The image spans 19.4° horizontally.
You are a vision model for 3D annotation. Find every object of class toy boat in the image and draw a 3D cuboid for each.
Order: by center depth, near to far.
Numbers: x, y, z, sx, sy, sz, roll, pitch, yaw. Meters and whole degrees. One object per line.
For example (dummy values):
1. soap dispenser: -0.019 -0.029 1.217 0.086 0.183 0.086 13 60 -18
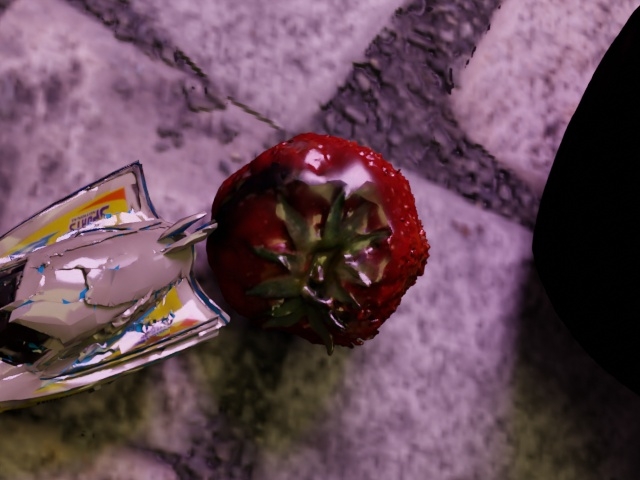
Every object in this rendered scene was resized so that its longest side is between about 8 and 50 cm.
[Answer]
1. toy boat: -0.134 0.041 0.769 0.210 0.066 0.084 -27 86 -33

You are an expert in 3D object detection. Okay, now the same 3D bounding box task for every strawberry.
1. strawberry: 0.000 -0.001 0.848 0.106 0.106 0.106 10 69 -26

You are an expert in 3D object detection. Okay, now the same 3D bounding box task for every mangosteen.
1. mangosteen: 0.223 0.005 0.886 0.233 0.287 0.287 20 64 -12
